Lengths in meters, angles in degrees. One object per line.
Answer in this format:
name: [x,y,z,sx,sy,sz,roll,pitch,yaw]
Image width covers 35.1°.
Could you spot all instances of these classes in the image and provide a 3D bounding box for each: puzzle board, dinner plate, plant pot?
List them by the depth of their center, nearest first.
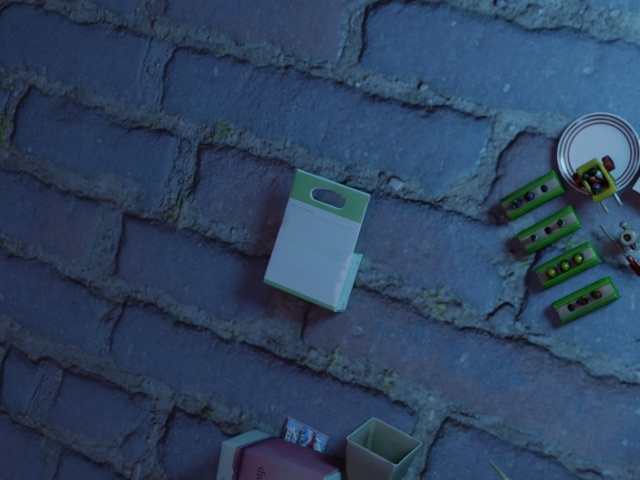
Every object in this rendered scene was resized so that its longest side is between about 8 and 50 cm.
dinner plate: [0.473,-0.146,1.716,0.141,0.017,0.141,0,91,28]
plant pot: [0.107,0.410,1.874,0.109,0.109,0.096,25,114,24]
puzzle board: [-0.043,0.426,2.000,0.096,0.011,0.128,22,101,25]

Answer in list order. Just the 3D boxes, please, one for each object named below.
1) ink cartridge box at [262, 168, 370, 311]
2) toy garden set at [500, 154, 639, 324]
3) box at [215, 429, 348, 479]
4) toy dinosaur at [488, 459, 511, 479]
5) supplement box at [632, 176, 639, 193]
ink cartridge box: [0.000,0.000,1.943,0.171,0.056,0.235,21,97,25]
toy garden set: [0.439,-0.007,1.707,0.203,0.049,0.244,-31,80,28]
box: [-0.074,0.474,1.939,0.232,0.126,0.149,12,97,27]
toy dinosaur: [0.398,0.451,1.756,0.211,0.064,0.112,1,74,18]
supplement box: [0.567,-0.110,1.658,0.062,0.036,0.098,36,107,22]
